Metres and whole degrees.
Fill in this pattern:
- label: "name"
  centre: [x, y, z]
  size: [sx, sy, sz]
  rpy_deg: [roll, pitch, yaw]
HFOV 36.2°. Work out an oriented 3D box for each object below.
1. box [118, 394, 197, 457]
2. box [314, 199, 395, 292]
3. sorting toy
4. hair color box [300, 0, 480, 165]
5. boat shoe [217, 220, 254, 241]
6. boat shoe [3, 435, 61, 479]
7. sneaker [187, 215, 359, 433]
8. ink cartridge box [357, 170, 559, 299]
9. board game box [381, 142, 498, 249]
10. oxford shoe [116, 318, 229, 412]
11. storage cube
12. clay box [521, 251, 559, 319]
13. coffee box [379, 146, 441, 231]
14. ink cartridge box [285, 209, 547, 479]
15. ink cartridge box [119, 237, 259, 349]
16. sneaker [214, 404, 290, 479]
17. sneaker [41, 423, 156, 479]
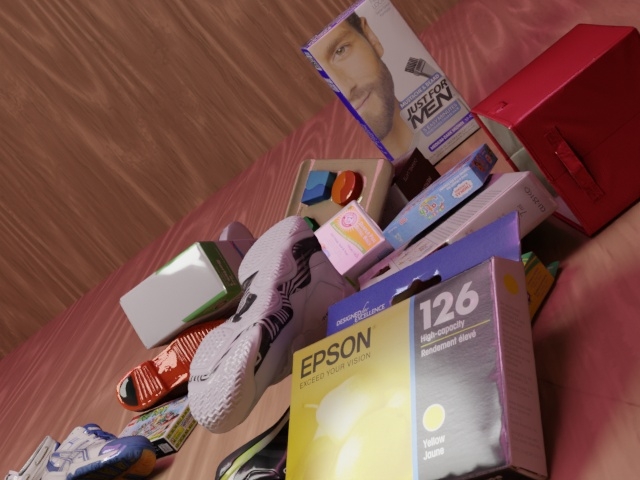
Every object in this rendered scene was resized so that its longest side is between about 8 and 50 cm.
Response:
- label: "box"
  centre: [-0.292, 0.339, 1.716]
  size: [0.207, 0.036, 0.114]
  rpy_deg: [-28, 19, 41]
- label: "box"
  centre: [0.023, 0.054, 1.541]
  size: [0.203, 0.114, 0.103]
  rpy_deg: [-40, 51, 4]
- label: "sorting toy"
  centre: [0.000, 0.000, 1.692]
  size: [0.229, 0.041, 0.307]
  rpy_deg: [7, 78, 49]
- label: "hair color box"
  centre: [0.139, -0.302, 1.918]
  size: [0.185, 0.339, 0.110]
  rpy_deg: [-40, 14, 2]
- label: "boat shoe"
  centre: [-0.222, 0.061, 2.252]
  size: [0.102, 0.108, 0.301]
  rpy_deg: [-33, 23, 22]
- label: "boat shoe"
  centre: [-0.604, 0.492, 1.971]
  size: [0.083, 0.076, 0.226]
  rpy_deg: [-21, 24, 53]
- label: "sneaker"
  centre: [-0.033, 0.144, 1.312]
  size: [0.137, 0.210, 0.366]
  rpy_deg: [-30, 25, 35]
- label: "ink cartridge box"
  centre: [0.174, 0.008, 1.337]
  size: [0.261, 0.066, 0.296]
  rpy_deg: [-39, 2, 3]
- label: "board game box"
  centre: [0.182, -0.069, 1.459]
  size: [0.160, 0.039, 0.211]
  rpy_deg: [-38, 1, 21]
- label: "oxford shoe"
  centre: [-0.245, 0.230, 1.813]
  size: [0.271, 0.097, 0.098]
  rpy_deg: [-27, -19, -3]
- label: "storage cube"
  centre: [0.341, -0.150, 1.268]
  size: [0.193, 0.183, 0.215]
  rpy_deg: [-39, 14, 4]
- label: "clay box"
  centre: [0.192, 0.096, 1.173]
  size: [0.127, 0.053, 0.222]
  rpy_deg: [-26, 21, 50]
- label: "coffee box"
  centre: [0.092, -0.049, 1.768]
  size: [0.246, 0.098, 0.141]
  rpy_deg: [-29, 19, 37]
- label: "ink cartridge box"
  centre: [0.087, 0.140, 1.042]
  size: [0.303, 0.072, 0.307]
  rpy_deg: [-31, 46, 38]
- label: "ink cartridge box"
  centre: [-0.219, 0.098, 1.889]
  size: [0.201, 0.117, 0.278]
  rpy_deg: [-36, -11, 18]
- label: "sneaker"
  centre: [-0.025, 0.270, 1.211]
  size: [0.235, 0.084, 0.097]
  rpy_deg: [-41, 39, 1]
- label: "sneaker"
  centre: [-0.386, 0.361, 1.657]
  size: [0.296, 0.112, 0.131]
  rpy_deg: [-28, 48, 36]
